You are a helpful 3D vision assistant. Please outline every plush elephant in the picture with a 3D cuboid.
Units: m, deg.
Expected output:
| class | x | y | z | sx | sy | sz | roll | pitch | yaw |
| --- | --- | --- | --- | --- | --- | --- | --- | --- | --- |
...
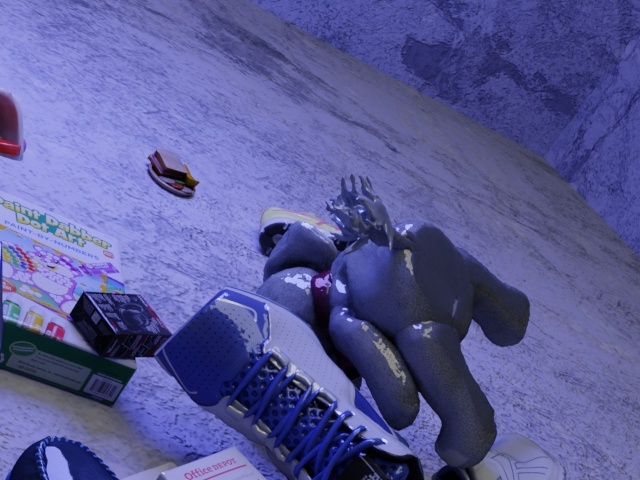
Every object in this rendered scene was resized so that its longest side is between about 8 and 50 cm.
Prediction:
| class | x | y | z | sx | sy | sz | roll | pitch | yaw |
| --- | --- | --- | --- | --- | --- | --- | --- | --- | --- |
| plush elephant | 0.038 | 0.096 | 1.272 | 0.330 | 0.255 | 0.272 | 48 | 39 | -23 |

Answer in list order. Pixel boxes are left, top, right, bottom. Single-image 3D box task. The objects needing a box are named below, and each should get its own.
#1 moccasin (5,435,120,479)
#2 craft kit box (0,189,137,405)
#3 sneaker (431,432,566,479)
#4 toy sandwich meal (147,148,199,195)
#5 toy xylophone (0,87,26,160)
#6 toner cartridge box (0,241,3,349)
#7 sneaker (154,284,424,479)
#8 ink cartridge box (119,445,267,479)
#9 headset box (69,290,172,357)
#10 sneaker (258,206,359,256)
| class | x | y | z | sx | sy | sz | roll | pitch | yaw |
| --- | --- | --- | --- | --- | --- | --- | --- | --- | --- |
| moccasin | -0.109 | 0.256 | 0.813 | 0.342 | 0.117 | 0.138 | 45 | 21 | 31 |
| craft kit box | -0.311 | 0.033 | 1.117 | 0.250 | 0.061 | 0.246 | 25 | 19 | -27 |
| sneaker | 0.191 | 0.275 | 1.251 | 0.129 | 0.111 | 0.297 | 45 | 18 | 0 |
| toy sandwich meal | -0.211 | -0.098 | 1.627 | 0.085 | 0.029 | 0.085 | 30 | 19 | -12 |
| toy xylophone | -0.479 | -0.152 | 1.204 | 0.323 | 0.081 | 0.236 | 5 | 11 | -45 |
| toner cartridge box | -0.371 | 0.068 | 0.670 | 0.348 | 0.075 | 0.165 | 0 | 26 | -13 |
| sneaker | 0.002 | 0.175 | 1.041 | 0.315 | 0.127 | 0.182 | 44 | -5 | -12 |
| ink cartridge box | -0.080 | 0.247 | 0.958 | 0.198 | 0.067 | 0.115 | 41 | 20 | 21 |
| headset box | -0.187 | 0.081 | 1.077 | 0.062 | 0.032 | 0.083 | 46 | 21 | 30 |
| sneaker | 0.000 | 0.000 | 1.666 | 0.208 | 0.081 | 0.094 | 25 | 19 | -25 |
